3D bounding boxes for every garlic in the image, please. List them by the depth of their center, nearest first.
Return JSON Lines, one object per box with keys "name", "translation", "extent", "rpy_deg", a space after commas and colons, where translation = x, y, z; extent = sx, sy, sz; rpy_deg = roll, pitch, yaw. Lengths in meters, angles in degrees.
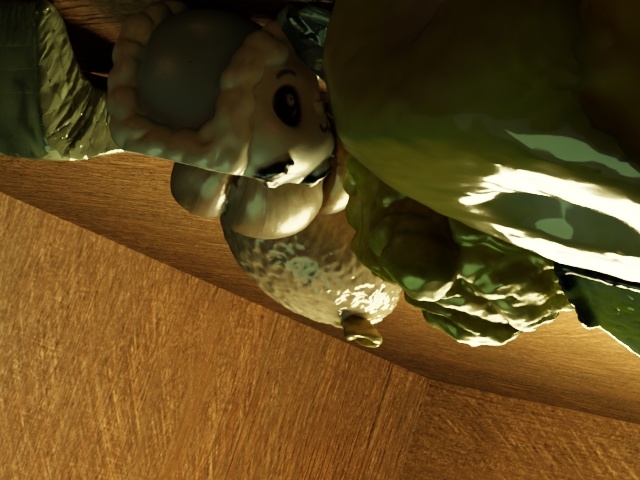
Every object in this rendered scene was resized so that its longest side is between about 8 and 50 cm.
{"name": "garlic", "translation": [-0.054, -0.076, 1.514], "extent": [0.214, 0.160, 0.191], "rpy_deg": [26, 168, -7]}

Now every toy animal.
{"name": "toy animal", "translation": [-0.083, -0.135, 1.284], "extent": [0.204, 0.156, 0.208], "rpy_deg": [11, -175, 22]}
{"name": "toy animal", "translation": [-0.002, -0.003, 1.741], "extent": [0.226, 0.188, 0.358], "rpy_deg": [22, 165, 33]}

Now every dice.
{"name": "dice", "translation": [0.157, -0.115, 0.712], "extent": [0.238, 0.233, 0.227], "rpy_deg": [24, 170, -24]}

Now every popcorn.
{"name": "popcorn", "translation": [0.149, -0.012, 1.290], "extent": [0.241, 0.235, 0.250], "rpy_deg": [-1, -163, -7]}

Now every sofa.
{"name": "sofa", "translation": [-0.291, -0.190, 1.585], "extent": [0.210, 0.176, 0.225], "rpy_deg": [9, -165, 43]}

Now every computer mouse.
{"name": "computer mouse", "translation": [0.044, -0.159, 1.182], "extent": [0.105, 0.062, 0.192], "rpy_deg": [10, 161, 45]}

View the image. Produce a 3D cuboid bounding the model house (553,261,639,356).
{"name": "model house", "translation": [0.310, -0.010, 1.164], "extent": [0.211, 0.194, 0.170], "rpy_deg": [33, 152, -10]}
